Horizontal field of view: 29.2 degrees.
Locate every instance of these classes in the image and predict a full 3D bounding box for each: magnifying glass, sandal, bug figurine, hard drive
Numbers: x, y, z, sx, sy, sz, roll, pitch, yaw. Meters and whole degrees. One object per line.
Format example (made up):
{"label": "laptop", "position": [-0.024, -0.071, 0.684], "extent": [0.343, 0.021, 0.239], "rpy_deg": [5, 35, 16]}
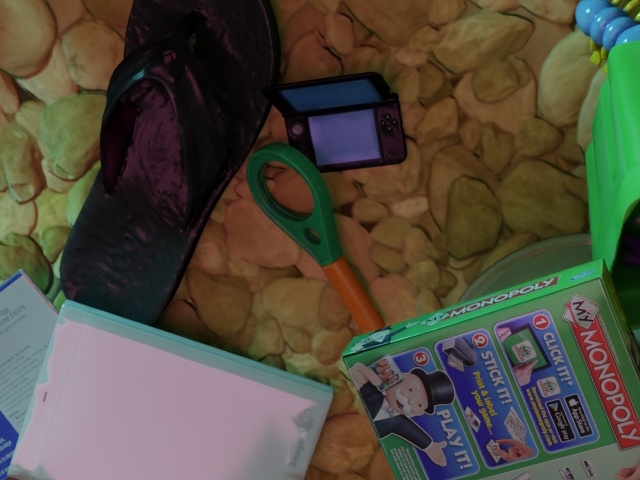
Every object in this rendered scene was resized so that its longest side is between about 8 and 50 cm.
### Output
{"label": "magnifying glass", "position": [0.000, 0.000, 1.282], "extent": [0.092, 0.026, 0.231], "rpy_deg": [-16, 110, 47]}
{"label": "sandal", "position": [-0.162, -0.086, 1.262], "extent": [0.167, 0.107, 0.445], "rpy_deg": [23, 113, 7]}
{"label": "bug figurine", "position": [0.263, -0.285, 1.047], "extent": [0.216, 0.072, 0.279], "rpy_deg": [45, 122, 38]}
{"label": "hard drive", "position": [-0.163, 0.209, 1.345], "extent": [0.307, 0.040, 0.203], "rpy_deg": [19, 98, -4]}

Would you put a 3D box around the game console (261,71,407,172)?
{"label": "game console", "position": [0.015, -0.115, 1.225], "extent": [0.122, 0.071, 0.107], "rpy_deg": [-5, 106, 17]}

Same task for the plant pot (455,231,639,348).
{"label": "plant pot", "position": [0.249, 0.194, 1.140], "extent": [0.334, 0.305, 0.334], "rpy_deg": [5, 109, 14]}

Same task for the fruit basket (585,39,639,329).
{"label": "fruit basket", "position": [0.406, -0.001, 0.945], "extent": [0.392, 0.392, 0.283], "rpy_deg": [13, 152, 11]}

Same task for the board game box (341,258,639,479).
{"label": "board game box", "position": [0.176, 0.193, 0.967], "extent": [0.213, 0.046, 0.317], "rpy_deg": [-19, 102, 20]}

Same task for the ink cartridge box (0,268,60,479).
{"label": "ink cartridge box", "position": [-0.337, 0.218, 1.438], "extent": [0.303, 0.072, 0.307], "rpy_deg": [-34, 95, 24]}
